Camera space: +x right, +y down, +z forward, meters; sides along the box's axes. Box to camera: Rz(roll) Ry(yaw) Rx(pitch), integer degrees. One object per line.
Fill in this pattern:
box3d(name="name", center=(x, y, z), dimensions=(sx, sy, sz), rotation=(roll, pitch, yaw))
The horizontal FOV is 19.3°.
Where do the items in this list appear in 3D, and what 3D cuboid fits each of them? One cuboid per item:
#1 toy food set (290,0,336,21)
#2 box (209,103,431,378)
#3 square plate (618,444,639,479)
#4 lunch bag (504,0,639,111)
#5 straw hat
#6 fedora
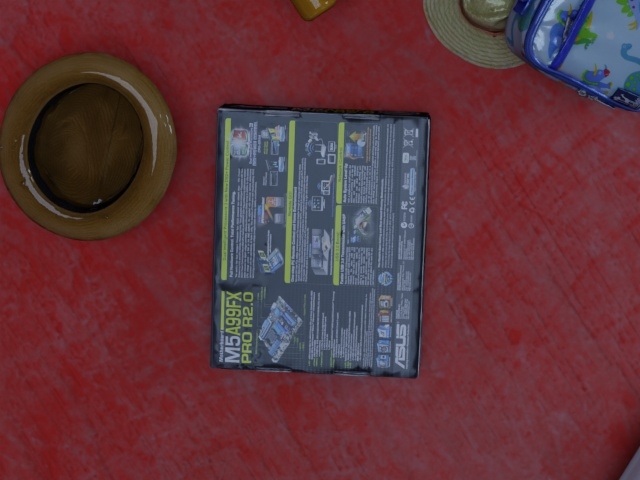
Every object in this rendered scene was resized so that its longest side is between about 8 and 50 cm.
box3d(name="toy food set", center=(0.057, -0.320, 1.832), dimensions=(0.232, 0.111, 0.104), rotation=(-33, 95, 11))
box3d(name="box", center=(0.000, 0.000, 1.909), dimensions=(0.216, 0.060, 0.270), rotation=(2, 98, 5))
box3d(name="square plate", center=(0.437, 0.342, 1.882), dimensions=(0.344, 0.049, 0.347), rotation=(28, 115, 1))
box3d(name="lunch bag", center=(0.289, -0.243, 1.813), dimensions=(0.176, 0.090, 0.219), rotation=(25, 98, -20))
box3d(name="straw hat", center=(0.173, -0.236, 1.861), dimensions=(0.144, 0.061, 0.144), rotation=(1, 97, 5))
box3d(name="fedora", center=(-0.230, -0.098, 1.903), dimensions=(0.194, 0.079, 0.194), rotation=(2, 104, 7))
